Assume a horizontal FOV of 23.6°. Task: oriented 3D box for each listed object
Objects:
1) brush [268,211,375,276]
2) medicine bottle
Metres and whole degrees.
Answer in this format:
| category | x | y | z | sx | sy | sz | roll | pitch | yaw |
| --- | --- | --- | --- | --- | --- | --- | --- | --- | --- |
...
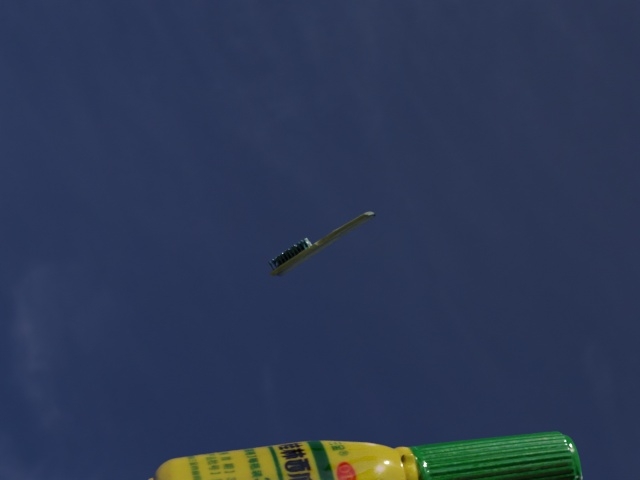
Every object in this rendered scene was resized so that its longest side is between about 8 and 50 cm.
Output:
| category | x | y | z | sx | sy | sz | roll | pitch | yaw |
| --- | --- | --- | --- | --- | --- | --- | --- | --- | --- |
| brush | 0.000 | 0.000 | 1.038 | 0.083 | 0.016 | 0.013 | -31 | -106 | 20 |
| medicine bottle | 0.028 | 0.154 | 0.923 | 0.260 | 0.095 | 0.064 | -5 | -62 | -9 |
